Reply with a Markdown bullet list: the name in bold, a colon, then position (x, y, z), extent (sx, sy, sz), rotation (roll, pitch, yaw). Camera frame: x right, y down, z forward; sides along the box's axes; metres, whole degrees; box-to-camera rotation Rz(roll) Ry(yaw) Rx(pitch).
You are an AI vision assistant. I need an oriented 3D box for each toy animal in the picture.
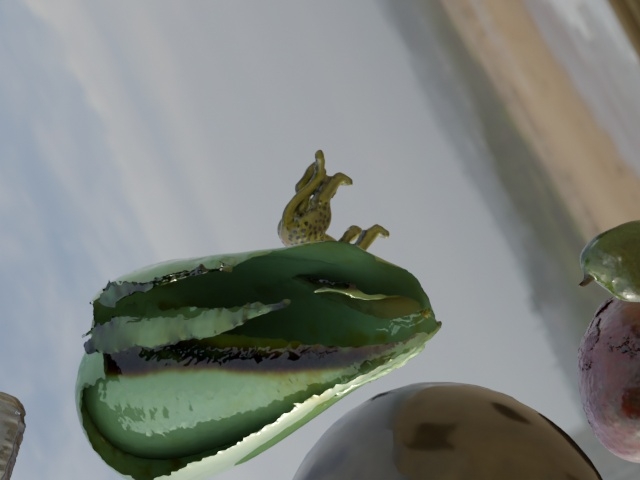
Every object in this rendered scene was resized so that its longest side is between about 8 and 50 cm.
- **toy animal**: position (0.000, 0.000, 2.156), extent (0.073, 0.136, 0.181), rotation (13, 149, 38)

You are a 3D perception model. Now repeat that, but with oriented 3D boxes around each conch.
- **conch**: position (-0.061, 0.064, 1.186), extent (0.137, 0.250, 0.143), rotation (-34, -91, -40)

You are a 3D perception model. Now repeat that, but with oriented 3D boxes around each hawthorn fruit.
- **hawthorn fruit**: position (0.310, 0.120, 1.788), extent (0.181, 0.181, 0.235), rotation (60, 167, -10)

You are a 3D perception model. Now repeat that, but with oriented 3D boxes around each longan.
- **longan**: position (0.099, 0.250, 1.506), extent (0.297, 0.297, 0.297), rotation (60, -173, -12)

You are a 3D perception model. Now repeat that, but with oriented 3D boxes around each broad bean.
- **broad bean**: position (0.285, 0.013, 1.256), extent (0.053, 0.256, 0.052), rotation (127, 140, -67)

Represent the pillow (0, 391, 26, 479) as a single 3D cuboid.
- **pillow**: position (-0.392, 0.191, 1.927), extent (0.232, 0.131, 0.038), rotation (19, -176, 32)
